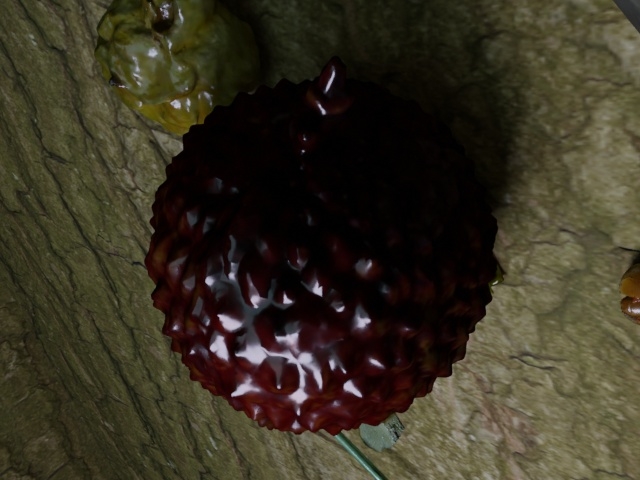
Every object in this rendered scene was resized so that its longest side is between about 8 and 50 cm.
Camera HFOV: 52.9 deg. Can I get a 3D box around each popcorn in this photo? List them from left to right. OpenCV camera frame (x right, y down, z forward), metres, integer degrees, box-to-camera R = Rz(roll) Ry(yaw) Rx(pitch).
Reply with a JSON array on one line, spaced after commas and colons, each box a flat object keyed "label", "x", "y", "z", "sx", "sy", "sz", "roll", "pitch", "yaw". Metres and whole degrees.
[{"label": "popcorn", "x": -0.208, "y": -0.263, "z": 0.912, "sx": 0.233, "sy": 0.192, "sz": 0.266, "roll": 33, "pitch": 149, "yaw": 14}]

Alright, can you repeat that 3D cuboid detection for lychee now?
[{"label": "lychee", "x": 0.000, "y": 0.000, "z": 0.758, "sx": 0.424, "sy": 0.424, "sz": 0.500, "roll": 27, "pitch": 139, "yaw": 25}]

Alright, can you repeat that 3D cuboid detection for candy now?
[{"label": "candy", "x": 0.017, "y": 0.359, "z": 1.255, "sx": 0.440, "sy": 0.119, "sz": 0.119, "roll": 42, "pitch": 140, "yaw": 11}]

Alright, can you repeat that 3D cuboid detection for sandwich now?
[{"label": "sandwich", "x": 0.114, "y": 0.367, "z": 1.239, "sx": 0.093, "sy": 0.036, "sz": 0.105, "roll": 18, "pitch": 131, "yaw": 33}]

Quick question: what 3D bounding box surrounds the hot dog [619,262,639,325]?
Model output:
[{"label": "hot dog", "x": 0.440, "y": 0.067, "z": 0.680, "sx": 0.236, "sy": 0.062, "sz": 0.092, "roll": -3, "pitch": 115, "yaw": 43}]

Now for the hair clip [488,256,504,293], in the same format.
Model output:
[{"label": "hair clip", "x": 0.176, "y": 0.057, "z": 0.927, "sx": 0.173, "sy": 0.046, "sz": 0.072, "roll": -20, "pitch": 96, "yaw": 48}]

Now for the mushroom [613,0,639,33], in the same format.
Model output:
[{"label": "mushroom", "x": 0.306, "y": -0.218, "z": 0.512, "sx": 0.407, "sy": 0.154, "sz": 0.137, "roll": 43, "pitch": 100, "yaw": 4}]
